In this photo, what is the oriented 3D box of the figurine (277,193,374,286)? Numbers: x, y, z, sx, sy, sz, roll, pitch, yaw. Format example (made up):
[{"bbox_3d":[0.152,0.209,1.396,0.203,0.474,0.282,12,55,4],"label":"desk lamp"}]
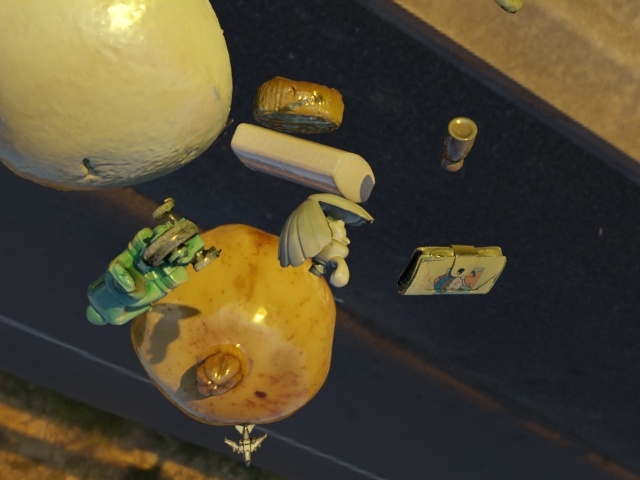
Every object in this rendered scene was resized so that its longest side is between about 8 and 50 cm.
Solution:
[{"bbox_3d":[0.000,0.000,0.710,0.082,0.086,0.094,30,160,-29],"label":"figurine"}]

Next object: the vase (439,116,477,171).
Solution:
[{"bbox_3d":[0.241,-0.168,1.271,0.053,0.053,0.101,15,151,5],"label":"vase"}]

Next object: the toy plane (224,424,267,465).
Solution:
[{"bbox_3d":[-0.136,0.375,1.316,0.078,0.083,0.031,-4,-175,-12],"label":"toy plane"}]

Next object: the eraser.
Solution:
[{"bbox_3d":[-0.037,-0.162,1.510,0.270,0.095,0.174,19,174,30],"label":"eraser"}]

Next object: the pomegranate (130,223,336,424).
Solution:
[{"bbox_3d":[-0.155,0.165,1.300,0.409,0.410,0.410,14,153,7],"label":"pomegranate"}]

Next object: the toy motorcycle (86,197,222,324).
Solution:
[{"bbox_3d":[-0.253,0.042,1.021,0.109,0.198,0.296,50,160,-1],"label":"toy motorcycle"}]

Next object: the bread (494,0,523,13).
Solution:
[{"bbox_3d":[0.399,-0.649,1.658,0.040,0.267,0.267,-27,131,36],"label":"bread"}]

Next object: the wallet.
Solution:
[{"bbox_3d":[0.213,0.053,1.159,0.155,0.039,0.110,0,141,-18],"label":"wallet"}]

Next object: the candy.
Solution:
[{"bbox_3d":[-0.062,-0.368,1.991,0.259,0.118,0.260,6,177,0],"label":"candy"}]

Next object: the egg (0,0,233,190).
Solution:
[{"bbox_3d":[-0.265,-0.176,0.744,0.337,0.201,0.337,19,141,17],"label":"egg"}]
